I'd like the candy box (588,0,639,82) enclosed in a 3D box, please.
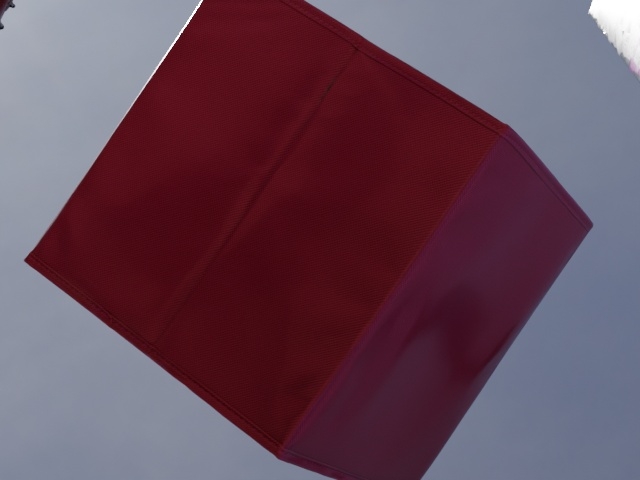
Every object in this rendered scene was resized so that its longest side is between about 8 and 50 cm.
[{"bbox_3d":[0.307,-0.226,1.461,0.071,0.159,0.233,16,-160,-8],"label":"candy box"}]

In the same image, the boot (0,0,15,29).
[{"bbox_3d":[-0.191,-0.144,1.000,0.176,0.244,0.088,-37,-109,-19],"label":"boot"}]

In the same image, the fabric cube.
[{"bbox_3d":[0.000,0.000,1.234,0.259,0.254,0.258,35,-89,26],"label":"fabric cube"}]
